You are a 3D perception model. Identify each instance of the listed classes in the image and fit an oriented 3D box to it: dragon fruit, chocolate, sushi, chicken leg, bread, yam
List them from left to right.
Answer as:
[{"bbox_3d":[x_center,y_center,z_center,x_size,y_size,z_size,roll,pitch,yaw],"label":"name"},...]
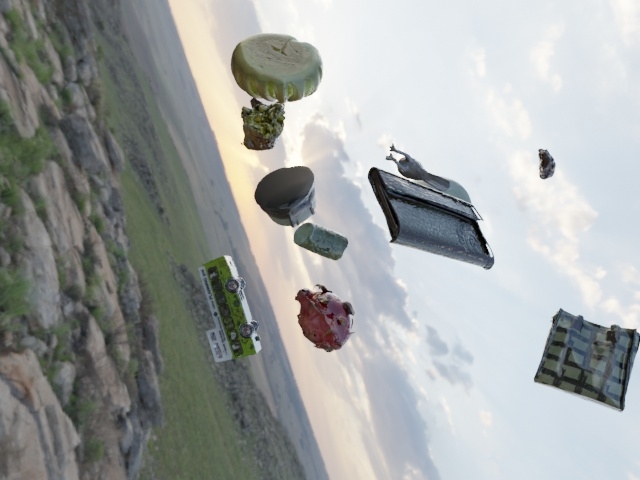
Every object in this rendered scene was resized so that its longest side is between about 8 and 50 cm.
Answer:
[{"bbox_3d":[-0.200,-0.419,1.716,0.296,0.166,0.179,-77,170,-58],"label":"sushi"},{"bbox_3d":[-0.100,-0.389,1.121,0.105,0.213,0.213,103,-31,-53],"label":"bread"},{"bbox_3d":[-0.128,-0.174,2.103,0.284,0.283,0.186,-118,-177,-49],"label":"chocolate"},{"bbox_3d":[0.000,0.000,1.817,0.194,0.107,0.107,22,26,-35],"label":"yam"},{"bbox_3d":[0.010,0.179,1.144,0.166,0.136,0.133,47,19,19],"label":"dragon fruit"},{"bbox_3d":[0.740,-0.245,1.603,0.205,0.053,0.093,43,33,-64],"label":"chicken leg"}]

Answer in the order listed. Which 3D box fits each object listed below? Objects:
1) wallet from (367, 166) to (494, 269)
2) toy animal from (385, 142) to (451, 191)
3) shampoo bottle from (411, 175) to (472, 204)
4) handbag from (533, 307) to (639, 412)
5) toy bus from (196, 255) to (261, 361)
[{"bbox_3d":[0.184,-0.034,0.772,0.039,0.243,0.133,-40,-130,37],"label":"wallet"},{"bbox_3d":[0.339,-0.283,1.859,0.205,0.081,0.367,35,4,-19],"label":"toy animal"},{"bbox_3d":[0.490,-0.127,2.149,0.323,0.322,0.317,71,-19,-2],"label":"shampoo bottle"},{"bbox_3d":[1.058,0.469,1.943,0.325,0.327,0.162,17,-15,27],"label":"handbag"},{"bbox_3d":[-0.278,0.203,1.452,0.113,0.139,0.302,64,8,-86],"label":"toy bus"}]
